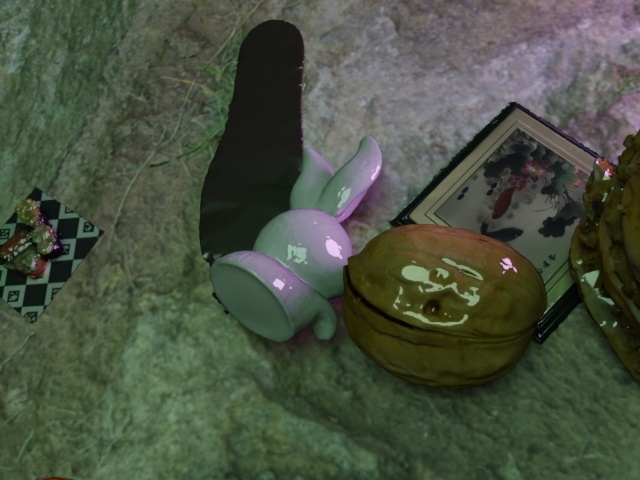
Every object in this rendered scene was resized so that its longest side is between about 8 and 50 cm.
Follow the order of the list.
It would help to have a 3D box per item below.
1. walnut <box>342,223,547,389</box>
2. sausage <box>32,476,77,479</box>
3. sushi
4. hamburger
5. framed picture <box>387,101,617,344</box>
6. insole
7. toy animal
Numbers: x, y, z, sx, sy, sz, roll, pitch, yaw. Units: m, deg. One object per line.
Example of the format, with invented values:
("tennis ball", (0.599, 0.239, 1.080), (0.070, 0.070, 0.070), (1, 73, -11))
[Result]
("walnut", (0.102, 0.057, 0.701), (0.180, 0.144, 0.144), (17, 71, 10))
("sausage", (-0.175, 0.231, 0.614), (0.083, 0.264, 0.083), (-3, 65, 7))
("sushi", (-0.323, 0.008, 0.881), (0.120, 0.026, 0.126), (30, 76, 22))
("hamburger", (0.332, 0.022, 0.629), (0.245, 0.211, 0.260), (11, 66, 8))
("framed picture", (0.203, -0.028, 0.786), (0.195, 0.010, 0.199), (-45, 64, -9))
("insole", (-0.069, -0.115, 0.891), (0.111, 0.007, 0.328), (1, 66, 12))
("toy animal", (-0.002, 0.002, 0.785), (0.104, 0.131, 0.221), (-15, 28, 48))
